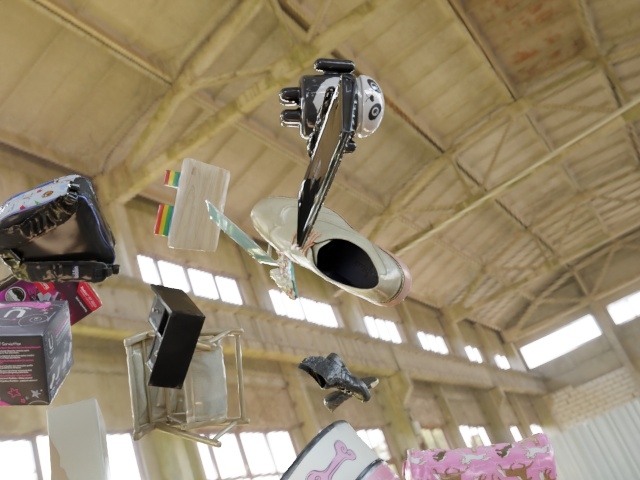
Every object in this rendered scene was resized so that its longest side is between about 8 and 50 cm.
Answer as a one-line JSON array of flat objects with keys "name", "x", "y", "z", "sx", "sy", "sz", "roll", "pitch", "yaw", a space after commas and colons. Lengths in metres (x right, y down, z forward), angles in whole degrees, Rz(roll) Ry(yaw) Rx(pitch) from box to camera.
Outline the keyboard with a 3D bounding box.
[{"name": "keyboard", "x": 0.007, "y": -0.139, "z": 1.130, "sx": 0.033, "sy": 0.201, "sz": 0.317, "roll": 8, "pitch": -32, "yaw": -12}]

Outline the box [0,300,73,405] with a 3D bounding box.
[{"name": "box", "x": -0.593, "y": 0.196, "z": 1.273, "sx": 0.247, "sy": 0.163, "sz": 0.142, "roll": 1, "pitch": -72, "yaw": -4}]

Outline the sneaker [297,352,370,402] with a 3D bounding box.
[{"name": "sneaker", "x": 0.033, "y": 0.328, "z": 1.647, "sx": 0.089, "sy": 0.170, "sz": 0.051, "roll": -34, "pitch": -12, "yaw": -39}]

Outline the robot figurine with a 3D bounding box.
[{"name": "robot figurine", "x": 0.030, "y": -0.354, "z": 1.872, "sx": 0.278, "sy": 0.173, "sz": 0.209, "roll": -1, "pitch": -51, "yaw": -5}]

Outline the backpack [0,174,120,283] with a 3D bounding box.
[{"name": "backpack", "x": -0.667, "y": -0.026, "z": 1.762, "sx": 0.263, "sy": 0.213, "sz": 0.276, "roll": -17, "pitch": -59, "yaw": -6}]

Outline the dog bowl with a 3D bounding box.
[{"name": "dog bowl", "x": -0.001, "y": 0.540, "z": 1.276, "sx": 0.408, "sy": 0.150, "sz": 0.408, "roll": -48, "pitch": -26, "yaw": -32}]

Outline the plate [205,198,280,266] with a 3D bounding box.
[{"name": "plate", "x": -0.151, "y": -0.007, "z": 1.322, "sx": 0.024, "sy": 0.188, "sz": 0.188, "roll": -48, "pitch": -26, "yaw": -3}]

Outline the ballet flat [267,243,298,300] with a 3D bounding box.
[{"name": "ballet flat", "x": -0.115, "y": 0.069, "z": 2.088, "sx": 0.077, "sy": 0.241, "sz": 0.091, "roll": -9, "pitch": -22, "yaw": 1}]

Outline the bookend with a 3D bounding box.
[{"name": "bookend", "x": -0.308, "y": 0.188, "z": 1.411, "sx": 0.072, "sy": 0.157, "sz": 0.156, "roll": 14, "pitch": -80, "yaw": -31}]

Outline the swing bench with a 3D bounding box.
[{"name": "swing bench", "x": -0.326, "y": 0.348, "z": 1.728, "sx": 0.255, "sy": 0.253, "sz": 0.165, "roll": -1, "pitch": 7, "yaw": 21}]

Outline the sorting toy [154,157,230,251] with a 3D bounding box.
[{"name": "sorting toy", "x": -0.386, "y": -0.105, "z": 2.117, "sx": 0.089, "sy": 0.257, "sz": 0.255, "roll": 11, "pitch": 1, "yaw": 19}]

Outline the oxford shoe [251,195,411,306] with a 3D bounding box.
[{"name": "oxford shoe", "x": 0.000, "y": 0.000, "z": 1.456, "sx": 0.140, "sy": 0.397, "sz": 0.146, "roll": -65, "pitch": -26, "yaw": 2}]

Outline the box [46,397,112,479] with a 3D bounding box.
[{"name": "box", "x": -0.571, "y": 0.554, "z": 1.694, "sx": 0.121, "sy": 0.311, "sz": 0.148, "roll": -12, "pitch": -43, "yaw": -13}]

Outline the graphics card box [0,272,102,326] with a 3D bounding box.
[{"name": "graphics card box", "x": -0.894, "y": 0.207, "z": 2.174, "sx": 0.371, "sy": 0.094, "sz": 0.233, "roll": -34, "pitch": -57, "yaw": -16}]

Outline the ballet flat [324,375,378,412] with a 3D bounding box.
[{"name": "ballet flat", "x": 0.090, "y": 0.435, "z": 2.021, "sx": 0.173, "sy": 0.049, "sz": 0.057, "roll": -27, "pitch": 10, "yaw": 13}]

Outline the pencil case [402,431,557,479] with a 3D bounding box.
[{"name": "pencil case", "x": 0.408, "y": 0.598, "z": 1.831, "sx": 0.386, "sy": 0.160, "sz": 0.167, "roll": -8, "pitch": -25, "yaw": 2}]
